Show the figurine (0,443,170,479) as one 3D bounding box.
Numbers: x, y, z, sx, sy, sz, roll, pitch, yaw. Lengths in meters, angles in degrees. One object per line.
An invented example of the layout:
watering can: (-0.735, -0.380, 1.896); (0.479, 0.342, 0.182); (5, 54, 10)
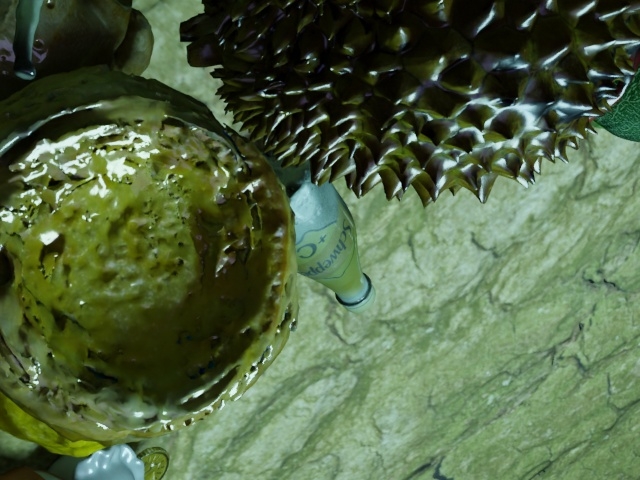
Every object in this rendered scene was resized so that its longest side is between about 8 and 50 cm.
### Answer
figurine: (-0.255, 0.277, 1.690); (0.271, 0.143, 0.143); (-13, 139, -30)

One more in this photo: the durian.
durian: (0.077, -0.195, 1.246); (0.384, 0.347, 0.347); (-22, 144, -17)

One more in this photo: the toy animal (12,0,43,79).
toy animal: (-0.215, -0.207, 1.128); (0.073, 0.217, 0.176); (48, 60, -71)

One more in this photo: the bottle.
bottle: (0.000, 0.000, 1.628); (0.083, 0.083, 0.269); (-36, 147, 1)

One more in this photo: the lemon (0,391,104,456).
lemon: (-0.184, 0.051, 1.403); (0.288, 0.233, 0.233); (-31, 146, -19)

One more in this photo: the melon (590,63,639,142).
melon: (0.340, -0.203, 1.588); (0.287, 0.182, 0.182); (-47, 144, 15)

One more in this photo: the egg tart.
egg tart: (-0.148, 0.010, 1.244); (0.291, 0.107, 0.290); (1, 87, -30)

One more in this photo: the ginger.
ginger: (-0.219, -0.153, 1.241); (0.157, 0.102, 0.216); (-46, 135, 2)
